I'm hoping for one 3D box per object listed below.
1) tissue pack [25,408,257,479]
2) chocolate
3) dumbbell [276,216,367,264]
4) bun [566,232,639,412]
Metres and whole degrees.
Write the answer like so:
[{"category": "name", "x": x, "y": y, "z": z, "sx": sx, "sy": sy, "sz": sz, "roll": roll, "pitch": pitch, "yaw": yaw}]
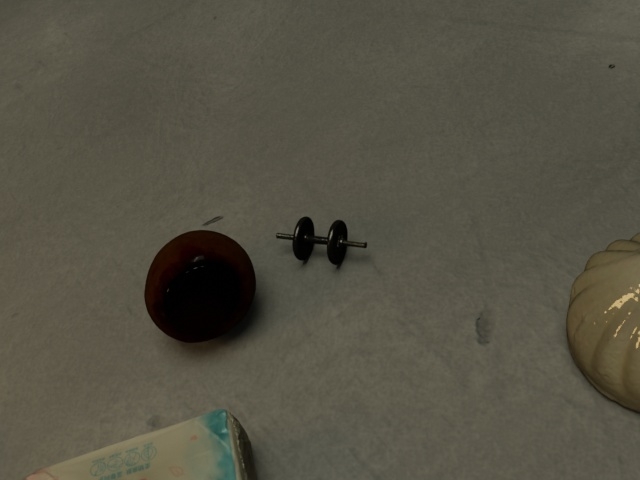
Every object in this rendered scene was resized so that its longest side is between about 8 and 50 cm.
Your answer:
[{"category": "tissue pack", "x": -0.205, "y": 0.335, "z": 0.997, "sx": 0.271, "sy": 0.124, "sz": 0.201, "roll": -19, "pitch": 44, "yaw": 0}, {"category": "chocolate", "x": -0.176, "y": 0.063, "z": 1.218, "sx": 0.176, "sy": 0.177, "sz": 0.177, "roll": -8, "pitch": 48, "yaw": 9}, {"category": "dumbbell", "x": 0.000, "y": 0.000, "z": 1.266, "sx": 0.147, "sy": 0.069, "sz": 0.069, "roll": 6, "pitch": 52, "yaw": 22}, {"category": "bun", "x": 0.434, "y": 0.069, "z": 1.016, "sx": 0.263, "sy": 0.175, "sz": 0.263, "roll": -9, "pitch": 48, "yaw": 10}]
